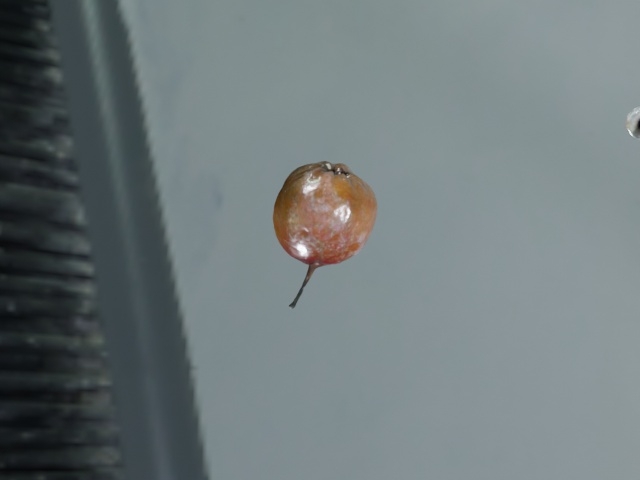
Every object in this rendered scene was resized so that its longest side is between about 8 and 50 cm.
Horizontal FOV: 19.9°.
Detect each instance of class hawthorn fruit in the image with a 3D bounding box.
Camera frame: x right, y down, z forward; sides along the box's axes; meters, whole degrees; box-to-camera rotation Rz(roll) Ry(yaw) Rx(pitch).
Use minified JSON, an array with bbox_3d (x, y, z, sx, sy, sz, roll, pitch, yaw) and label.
[{"bbox_3d":[0.000,0.000,1.167,0.067,0.067,0.103,26,115,39],"label":"hawthorn fruit"}]

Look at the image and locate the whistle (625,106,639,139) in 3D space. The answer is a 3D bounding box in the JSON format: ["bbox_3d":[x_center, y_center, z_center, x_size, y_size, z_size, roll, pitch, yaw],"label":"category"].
[{"bbox_3d":[0.273,-0.032,1.021,0.220,0.057,0.107,20,121,-3],"label":"whistle"}]
